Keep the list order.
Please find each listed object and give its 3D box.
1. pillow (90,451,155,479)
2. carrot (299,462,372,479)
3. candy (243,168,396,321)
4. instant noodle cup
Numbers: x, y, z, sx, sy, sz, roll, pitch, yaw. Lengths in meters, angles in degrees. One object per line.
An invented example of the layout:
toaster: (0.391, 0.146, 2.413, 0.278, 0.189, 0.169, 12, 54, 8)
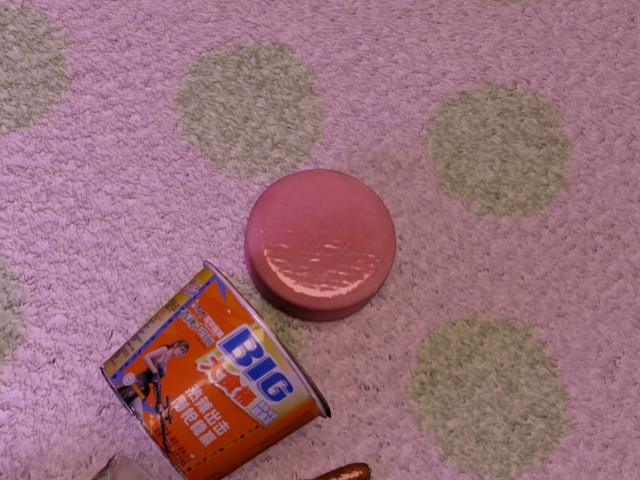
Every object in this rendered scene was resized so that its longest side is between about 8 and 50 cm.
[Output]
pillow: (-0.323, 0.417, 1.383, 0.229, 0.051, 0.128, -42, 77, -18)
carrot: (-0.001, 0.366, 1.459, 0.165, 0.035, 0.035, -14, 72, -11)
candy: (0.000, 0.000, 1.566, 0.255, 0.094, 0.255, 2, 69, -6)
instant noodle cup: (-0.156, 0.203, 1.377, 0.214, 0.296, 0.296, -38, 78, -12)
